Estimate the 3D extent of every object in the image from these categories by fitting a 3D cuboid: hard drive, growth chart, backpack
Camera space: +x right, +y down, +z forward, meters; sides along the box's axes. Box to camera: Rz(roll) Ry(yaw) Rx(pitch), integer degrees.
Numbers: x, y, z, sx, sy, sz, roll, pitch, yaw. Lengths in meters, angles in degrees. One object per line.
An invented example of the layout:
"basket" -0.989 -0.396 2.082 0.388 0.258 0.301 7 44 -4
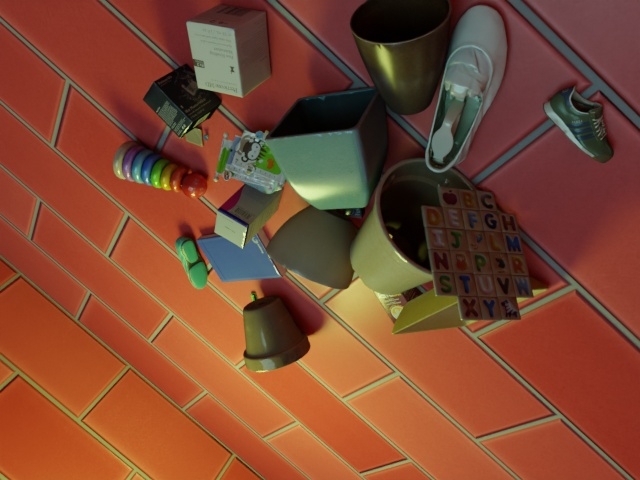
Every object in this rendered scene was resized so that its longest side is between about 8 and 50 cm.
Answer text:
"hard drive" -0.300 0.058 2.072 0.318 0.040 0.210 -8 121 38
"growth chart" -0.194 -0.241 1.628 0.237 0.021 0.172 11 98 13
"backpack" -0.182 -0.223 1.704 0.182 0.115 0.152 28 133 6

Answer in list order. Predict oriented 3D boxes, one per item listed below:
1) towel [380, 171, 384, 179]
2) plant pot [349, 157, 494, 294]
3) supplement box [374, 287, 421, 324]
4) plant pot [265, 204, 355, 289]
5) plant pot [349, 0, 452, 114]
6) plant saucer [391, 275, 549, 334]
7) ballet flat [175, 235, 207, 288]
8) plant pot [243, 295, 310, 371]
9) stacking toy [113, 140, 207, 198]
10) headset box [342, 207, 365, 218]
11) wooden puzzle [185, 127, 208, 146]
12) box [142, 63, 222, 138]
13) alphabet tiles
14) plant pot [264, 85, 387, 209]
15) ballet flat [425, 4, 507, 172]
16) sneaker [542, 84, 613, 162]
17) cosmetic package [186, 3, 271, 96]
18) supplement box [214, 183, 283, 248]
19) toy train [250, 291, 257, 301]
"towel" 0.082 -0.177 1.634 0.144 0.029 0.197 38 137 -4
"plant pot" 0.238 -0.003 1.500 0.334 0.334 0.305 39 149 -1
"supplement box" 0.255 0.184 1.784 0.104 0.081 0.188 -15 116 41
"plant pot" 0.000 0.000 1.695 0.284 0.284 0.191 27 99 11
"plant pot" 0.192 -0.407 1.255 0.215 0.215 0.230 12 146 25
"plant saucer" 0.408 0.166 1.561 0.333 0.333 0.081 -38 60 46
"ballet flat" -0.518 0.081 2.222 0.087 0.083 0.247 31 143 44
"plant pot" -0.193 0.343 2.119 0.263 0.263 0.229 -8 104 37
"stacking toy" -0.546 -0.235 1.940 0.330 0.141 0.141 20 135 8
"headset box" 0.097 -0.104 1.646 0.062 0.032 0.083 9 131 24
"wooden puzzle" -0.418 -0.348 1.827 0.116 0.014 0.078 26 140 13
"box" -0.410 -0.418 1.657 0.158 0.156 0.093 46 136 -8
"alphabet tiles" 0.386 0.028 1.358 0.285 0.342 0.011 4 157 -21
"plant pot" 0.043 -0.221 1.444 0.247 0.248 0.252 -1 127 25
"ballet flat" 0.324 -0.321 1.275 0.139 0.139 0.400 23 135 16
"sneaker" 0.583 -0.256 1.204 0.192 0.064 0.086 42 142 0
"cosmetic package" -0.238 -0.505 1.472 0.151 0.151 0.184 17 133 22
"supplement box" -0.226 -0.097 1.762 0.111 0.220 0.114 30 138 9
"toy train" -0.263 0.240 2.221 0.023 0.017 0.083 16 134 37
